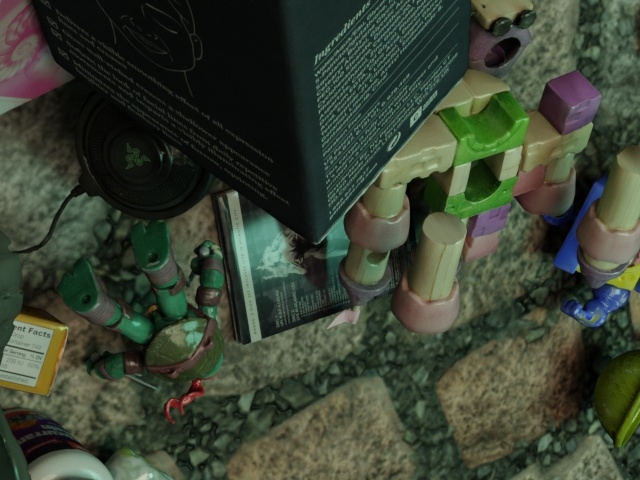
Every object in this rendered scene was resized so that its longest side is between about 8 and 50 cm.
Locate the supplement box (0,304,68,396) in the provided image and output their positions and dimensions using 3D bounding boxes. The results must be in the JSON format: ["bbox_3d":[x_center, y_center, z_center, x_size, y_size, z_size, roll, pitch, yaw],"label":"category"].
[{"bbox_3d":[-0.354,0.079,1.655,0.233,0.078,0.080,19,92,-32],"label":"supplement box"}]

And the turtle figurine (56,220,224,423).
[{"bbox_3d":[-0.146,0.076,1.717,0.175,0.118,0.234,-46,148,-8],"label":"turtle figurine"}]

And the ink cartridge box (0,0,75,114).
[{"bbox_3d":[-0.226,-0.247,1.479,0.330,0.071,0.324,-34,156,-43],"label":"ink cartridge box"}]

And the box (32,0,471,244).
[{"bbox_3d":[-0.062,-0.225,1.333,0.212,0.293,0.395,-50,163,-17],"label":"box"}]

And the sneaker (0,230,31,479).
[{"bbox_3d":[-0.335,0.156,1.549,0.140,0.125,0.340,-27,119,-59],"label":"sneaker"}]

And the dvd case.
[{"bbox_3d":[0.000,0.000,1.869,0.221,0.018,0.164,-18,112,-26],"label":"dvd case"}]

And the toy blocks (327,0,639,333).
[{"bbox_3d":[0.138,-0.047,1.830,0.289,0.309,0.260,-19,145,-22],"label":"toy blocks"}]

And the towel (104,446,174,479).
[{"bbox_3d":[-0.162,0.428,1.858,0.374,0.090,0.320,38,81,-32],"label":"towel"}]

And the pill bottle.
[{"bbox_3d":[-0.254,0.235,1.685,0.108,0.193,0.108,-9,108,-28],"label":"pill bottle"}]

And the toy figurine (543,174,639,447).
[{"bbox_3d":[0.336,0.023,2.022,0.217,0.191,0.362,27,111,3],"label":"toy figurine"}]

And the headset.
[{"bbox_3d":[-0.171,-0.113,1.631,0.394,0.243,0.185,-35,99,-2],"label":"headset"}]
